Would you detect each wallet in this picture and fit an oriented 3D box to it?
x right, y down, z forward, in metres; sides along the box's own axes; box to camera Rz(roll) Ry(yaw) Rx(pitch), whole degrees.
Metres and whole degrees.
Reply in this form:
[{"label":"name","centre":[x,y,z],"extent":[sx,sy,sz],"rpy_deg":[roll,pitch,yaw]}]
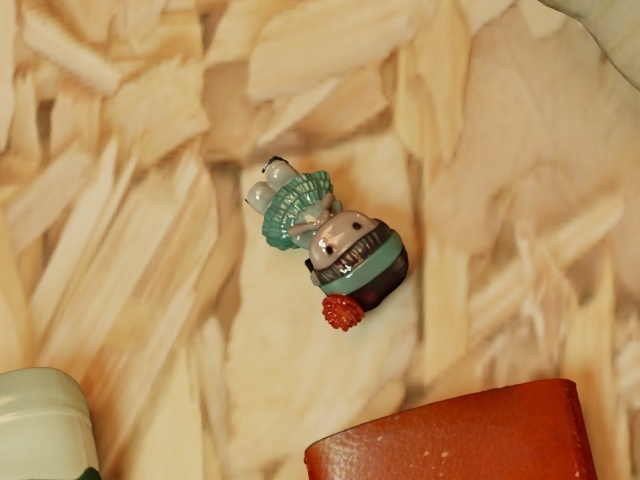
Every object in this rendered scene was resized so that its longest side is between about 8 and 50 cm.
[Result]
[{"label":"wallet","centre":[0.073,0.173,0.878],"extent":[0.142,0.045,0.204],"rpy_deg":[-18,58,13]}]

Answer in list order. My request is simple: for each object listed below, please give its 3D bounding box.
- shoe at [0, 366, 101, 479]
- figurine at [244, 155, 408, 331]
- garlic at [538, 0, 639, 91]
[{"label":"shoe","centre":[-0.231,0.164,0.972],"extent":[0.265,0.095,0.110],"rpy_deg":[-29,57,2]},{"label":"figurine","centre":[0.000,0.000,0.999],"extent":[0.060,0.047,0.106],"rpy_deg":[-39,54,-13]},{"label":"garlic","centre":[0.215,-0.213,0.917],"extent":[0.321,0.241,0.322],"rpy_deg":[0,97,-1]}]
